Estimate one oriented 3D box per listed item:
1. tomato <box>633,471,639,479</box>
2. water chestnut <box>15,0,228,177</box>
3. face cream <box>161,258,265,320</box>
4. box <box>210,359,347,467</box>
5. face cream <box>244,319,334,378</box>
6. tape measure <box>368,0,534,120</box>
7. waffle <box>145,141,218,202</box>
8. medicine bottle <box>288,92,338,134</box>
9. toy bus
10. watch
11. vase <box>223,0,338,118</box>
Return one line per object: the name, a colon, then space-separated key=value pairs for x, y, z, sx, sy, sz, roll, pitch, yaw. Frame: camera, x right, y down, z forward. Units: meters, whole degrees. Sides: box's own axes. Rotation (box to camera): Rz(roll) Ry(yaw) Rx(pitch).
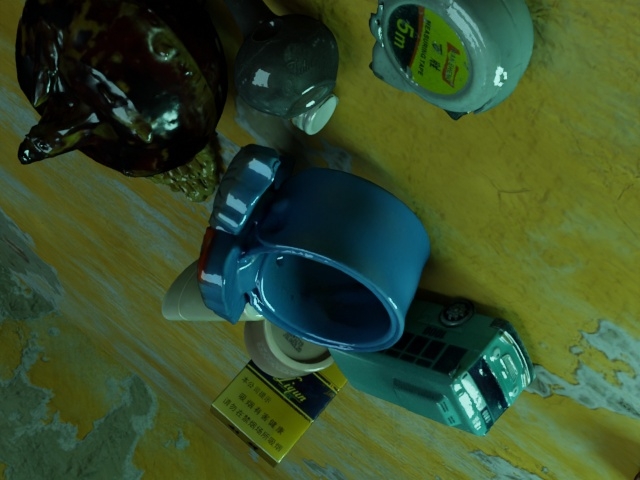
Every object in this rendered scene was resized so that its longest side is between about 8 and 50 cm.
tomato: x=0.460 y=0.372 z=1.086 sx=0.159 sy=0.091 sz=0.139 roll=38 pitch=153 yaw=15
water chestnut: x=-0.259 y=-0.190 z=1.051 sx=0.300 sy=0.300 sz=0.300 roll=33 pitch=152 yaw=20
face cream: x=-0.135 y=0.064 z=1.374 sx=0.081 sy=0.173 sz=0.348 roll=51 pitch=154 yaw=-16
box: x=-0.057 y=0.250 z=1.470 sx=0.152 sy=0.237 sz=0.070 roll=40 pitch=159 yaw=8
face cream: x=-0.040 y=0.147 z=1.390 sx=0.149 sy=0.149 sz=0.104 roll=46 pitch=153 yaw=-5
tape measure: x=0.111 y=-0.232 z=0.680 sx=0.164 sy=0.084 sz=0.330 roll=32 pitch=153 yaw=17
waffle: x=-0.264 y=-0.176 z=1.336 sx=0.291 sy=0.051 sz=0.291 roll=33 pitch=153 yaw=19
medicine bottle: x=-0.030 y=-0.171 z=1.006 sx=0.089 sy=0.057 sz=0.057 roll=37 pitch=153 yaw=15
toy bus: x=0.144 y=0.160 z=1.156 sx=0.256 sy=0.147 sz=0.128 roll=13 pitch=142 yaw=48
watch: x=0.000 y=0.000 z=1.071 sx=0.274 sy=0.241 sz=0.305 roll=21 pitch=152 yaw=7
vase: x=-0.061 y=-0.224 z=0.923 sx=0.183 sy=0.120 sz=0.120 roll=56 pitch=155 yaw=8
